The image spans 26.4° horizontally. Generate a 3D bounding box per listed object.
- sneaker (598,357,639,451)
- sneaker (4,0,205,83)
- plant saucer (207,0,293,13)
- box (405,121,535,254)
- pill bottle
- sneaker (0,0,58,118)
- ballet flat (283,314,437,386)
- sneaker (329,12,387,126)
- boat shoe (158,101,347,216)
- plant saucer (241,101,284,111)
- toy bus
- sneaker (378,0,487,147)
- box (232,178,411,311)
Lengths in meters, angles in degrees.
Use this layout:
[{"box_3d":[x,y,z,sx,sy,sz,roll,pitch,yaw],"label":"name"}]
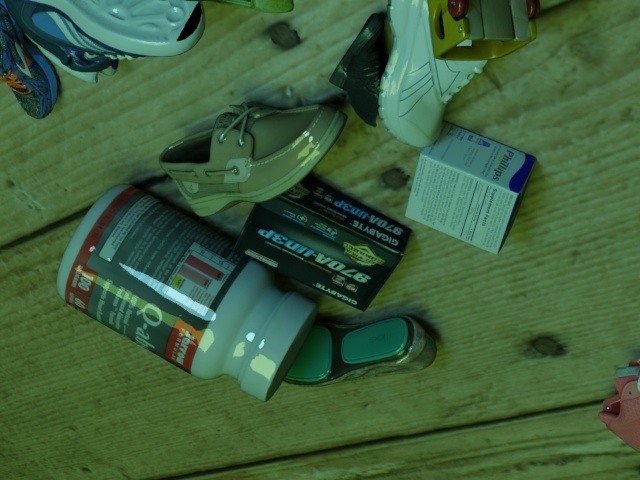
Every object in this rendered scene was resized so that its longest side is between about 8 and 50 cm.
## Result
[{"box_3d":[0.471,0.204,1.857,0.136,0.116,0.314,28,143,6],"label":"sneaker"},{"box_3d":[-0.265,-0.279,1.780,0.322,0.130,0.236,22,164,19],"label":"sneaker"},{"box_3d":[-0.136,-0.359,1.679,0.188,0.045,0.188,14,140,20],"label":"plant saucer"},{"box_3d":[0.192,-0.068,1.768,0.137,0.072,0.126,24,142,10],"label":"box"},{"box_3d":[-0.199,0.083,2.080,0.363,0.210,0.210,29,143,8],"label":"pill bottle"},{"box_3d":[-0.455,-0.261,1.975,0.083,0.087,0.221,4,136,31],"label":"sneaker"},{"box_3d":[0.049,0.183,2.138,0.316,0.108,0.106,-7,157,42],"label":"ballet flat"},{"box_3d":[0.069,-0.211,1.709,0.089,0.051,0.170,33,148,-4],"label":"sneaker"},{"box_3d":[-0.102,-0.121,1.837,0.110,0.122,0.341,46,142,-20],"label":"boat shoe"},{"box_3d":[-0.069,-0.119,1.933,0.067,0.018,0.192,16,140,18],"label":"plant saucer"},{"box_3d":[0.158,-0.288,1.448,0.191,0.202,0.104,44,157,-11],"label":"toy bus"},{"box_3d":[0.142,-0.216,1.609,0.129,0.111,0.297,15,141,12],"label":"sneaker"},{"box_3d":[0.000,0.000,1.977,0.220,0.051,0.175,26,144,-4],"label":"box"}]
